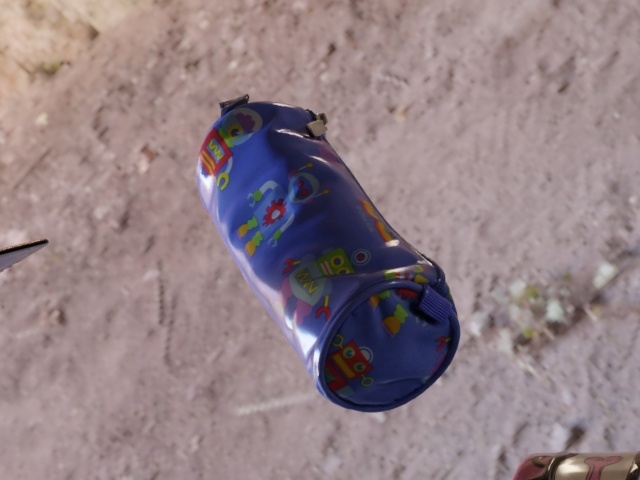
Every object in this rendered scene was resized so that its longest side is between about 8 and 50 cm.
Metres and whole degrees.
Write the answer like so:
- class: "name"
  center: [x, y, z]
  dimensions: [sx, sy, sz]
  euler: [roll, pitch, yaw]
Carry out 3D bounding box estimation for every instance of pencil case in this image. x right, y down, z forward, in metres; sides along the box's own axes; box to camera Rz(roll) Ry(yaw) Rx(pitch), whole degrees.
- class: "pencil case"
  center: [0.000, 0.000, 1.151]
  dimensions: [0.133, 0.119, 0.306]
  euler: [-47, 42, 12]

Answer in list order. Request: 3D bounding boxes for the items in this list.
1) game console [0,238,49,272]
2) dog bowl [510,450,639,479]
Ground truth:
- class: "game console"
  center: [-0.288, 0.064, 1.138]
  dimensions: [0.085, 0.124, 0.144]
  euler: [7, 12, 26]
- class: "dog bowl"
  center: [0.290, 0.440, 1.741]
  dimensions: [0.150, 0.408, 0.408]
  euler: [10, 56, 18]
